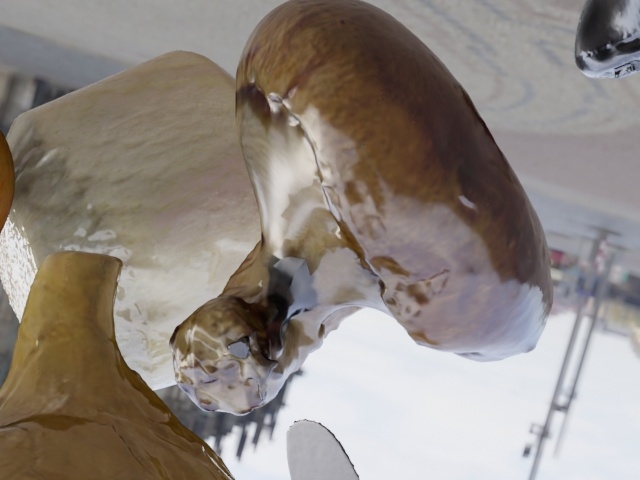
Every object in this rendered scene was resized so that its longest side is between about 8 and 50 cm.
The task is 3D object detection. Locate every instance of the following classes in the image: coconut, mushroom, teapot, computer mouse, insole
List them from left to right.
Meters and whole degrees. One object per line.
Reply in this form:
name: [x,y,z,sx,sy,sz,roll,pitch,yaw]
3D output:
teapot: [-0.127,0.150,0.434,0.167,0.311,0.203,26,179,20]
coconut: [-0.130,-0.024,1.198,0.329,0.328,0.329,16,-178,-1]
mushroom: [0.020,-0.032,0.856,0.255,0.267,0.267,-7,-176,-5]
insole: [0.034,0.330,1.321,0.111,0.327,0.007,-4,-164,46]
computer mouse: [0.293,-0.198,1.076,0.137,0.096,0.233,-19,179,-18]

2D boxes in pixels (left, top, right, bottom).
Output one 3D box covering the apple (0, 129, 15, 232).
apple: [-0.359,-0.027,1.028,0.235,0.173,0.210,-26,136,24]
